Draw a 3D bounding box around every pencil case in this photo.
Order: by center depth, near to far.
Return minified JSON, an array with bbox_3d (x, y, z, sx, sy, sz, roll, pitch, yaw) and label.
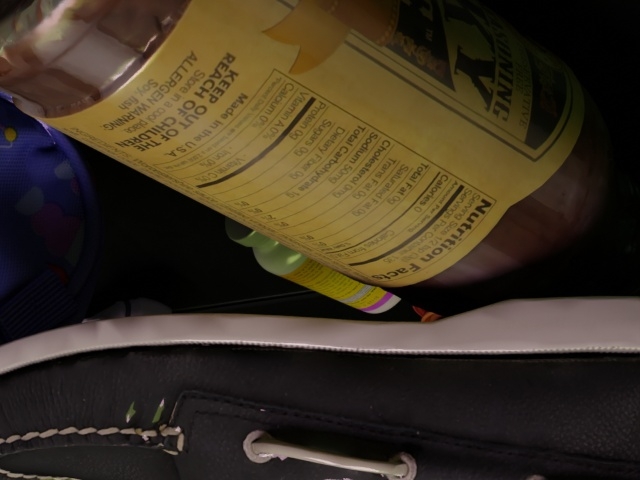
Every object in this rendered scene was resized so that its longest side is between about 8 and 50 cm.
[{"bbox_3d":[-0.191,0.042,0.809,0.119,0.133,0.306,-28,173,-33],"label":"pencil case"}]

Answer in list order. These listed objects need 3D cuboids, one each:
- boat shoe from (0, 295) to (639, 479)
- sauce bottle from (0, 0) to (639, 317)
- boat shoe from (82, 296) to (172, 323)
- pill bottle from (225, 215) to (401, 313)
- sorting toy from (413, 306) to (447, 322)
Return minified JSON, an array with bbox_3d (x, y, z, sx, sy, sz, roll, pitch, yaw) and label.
[{"bbox_3d":[0.004,0.078,0.644,0.302,0.091,0.114,-6,162,18],"label":"boat shoe"},{"bbox_3d":[0.027,-0.039,0.631,0.111,0.111,0.344,-18,148,39],"label":"sauce bottle"},{"bbox_3d":[-0.137,0.087,0.939,0.075,0.083,0.226,11,154,-15],"label":"boat shoe"},{"bbox_3d":[0.000,0.000,0.785,0.083,0.043,0.043,23,148,-34],"label":"pill bottle"},{"bbox_3d":[0.094,0.039,0.849,0.102,0.042,0.061,-9,151,25],"label":"sorting toy"}]
